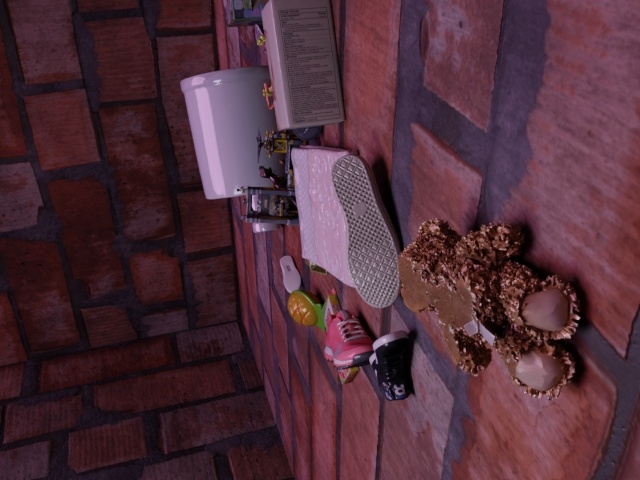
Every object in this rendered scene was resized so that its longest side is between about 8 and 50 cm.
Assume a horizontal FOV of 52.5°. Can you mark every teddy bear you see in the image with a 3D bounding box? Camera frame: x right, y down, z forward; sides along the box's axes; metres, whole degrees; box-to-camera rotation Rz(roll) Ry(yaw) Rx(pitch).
[{"bbox_3d":[0.244,0.084,0.933,0.338,0.113,0.245,4,110,67],"label":"teddy bear"}]

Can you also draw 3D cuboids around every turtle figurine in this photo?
[{"bbox_3d":[-0.096,-0.519,1.841,0.269,0.087,0.218,-48,55,49],"label":"turtle figurine"}]

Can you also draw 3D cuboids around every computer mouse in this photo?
[{"bbox_3d":[-0.169,-0.655,2.129,0.106,0.042,0.193,89,158,-47],"label":"computer mouse"}]

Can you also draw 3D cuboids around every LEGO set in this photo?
[{"bbox_3d":[-0.145,-0.188,1.886,0.255,0.192,0.332,-99,12,-66],"label":"LEGO set"}]

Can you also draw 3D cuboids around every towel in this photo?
[{"bbox_3d":[0.017,-0.075,1.664,0.317,0.053,0.332,24,122,61],"label":"towel"}]

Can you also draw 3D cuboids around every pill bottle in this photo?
[{"bbox_3d":[-0.223,-0.150,2.472,0.131,0.131,0.230,-179,80,-75],"label":"pill bottle"}]

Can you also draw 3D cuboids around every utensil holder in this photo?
[{"bbox_3d":[-0.265,-0.350,2.131,0.327,0.327,0.386,-157,58,-73],"label":"utensil holder"}]

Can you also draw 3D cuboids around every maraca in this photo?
[{"bbox_3d":[-0.036,0.224,2.082,0.185,0.099,0.127,23,136,44],"label":"maraca"}]

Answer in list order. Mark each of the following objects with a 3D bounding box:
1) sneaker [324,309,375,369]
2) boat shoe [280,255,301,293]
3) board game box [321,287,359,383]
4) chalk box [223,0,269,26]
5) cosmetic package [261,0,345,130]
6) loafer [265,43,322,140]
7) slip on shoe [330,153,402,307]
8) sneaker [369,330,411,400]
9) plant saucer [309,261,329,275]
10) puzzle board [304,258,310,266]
[{"bbox_3d":[0.066,0.248,1.658,0.314,0.115,0.136,167,96,-75],"label":"sneaker"},{"bbox_3d":[-0.109,0.136,2.368,0.184,0.066,0.063,-119,10,-46],"label":"boat shoe"},{"bbox_3d":[0.052,0.277,1.897,0.124,0.039,0.260,108,152,-60],"label":"board game box"},{"bbox_3d":[-0.236,-0.783,2.121,0.213,0.131,0.133,-150,53,-70],"label":"chalk box"},{"bbox_3d":[-0.044,-0.425,1.572,0.129,0.153,0.297,-160,63,-72],"label":"cosmetic package"},{"bbox_3d":[-0.063,-0.419,1.722,0.095,0.109,0.303,-93,-14,-62],"label":"loafer"},{"bbox_3d":[0.105,-0.021,1.386,0.101,0.122,0.332,-7,-98,-72],"label":"slip on shoe"},{"bbox_3d":[0.164,0.278,1.397,0.217,0.079,0.121,92,160,-65],"label":"sneaker"},{"bbox_3d":[0.000,0.000,1.887,0.188,0.045,0.189,-176,76,-75],"label":"plant saucer"},{"bbox_3d":[-0.043,0.021,2.135,0.096,0.011,0.128,-150,53,-73],"label":"puzzle board"}]
